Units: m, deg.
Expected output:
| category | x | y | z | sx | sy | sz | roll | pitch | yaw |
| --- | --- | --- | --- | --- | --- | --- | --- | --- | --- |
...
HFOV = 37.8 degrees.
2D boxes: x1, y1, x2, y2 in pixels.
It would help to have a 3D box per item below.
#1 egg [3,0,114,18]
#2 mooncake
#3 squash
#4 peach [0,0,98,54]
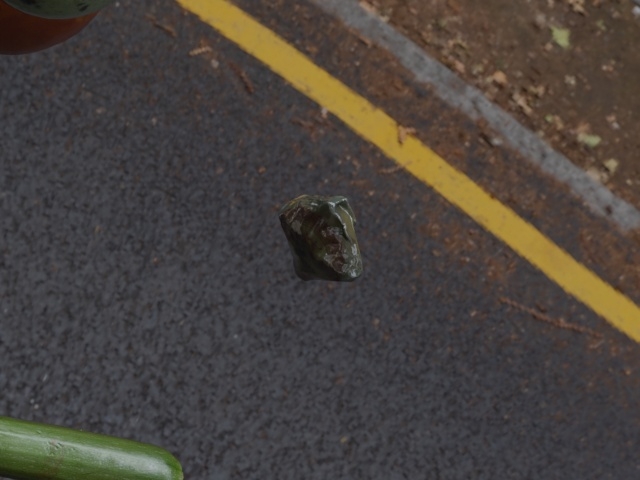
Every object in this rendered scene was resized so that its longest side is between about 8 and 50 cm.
| category | x | y | z | sx | sy | sz | roll | pitch | yaw |
| --- | --- | --- | --- | --- | --- | --- | --- | --- | --- |
| egg | -0.283 | -0.335 | 1.035 | 0.177 | 0.177 | 0.228 | 50 | 31 | 12 |
| mooncake | 0.000 | 0.000 | 1.335 | 0.073 | 0.125 | 0.130 | -27 | 108 | -31 |
| squash | -0.246 | 0.220 | 0.939 | 0.228 | 0.066 | 0.066 | 19 | 47 | -25 |
| peach | -0.492 | -0.468 | 1.472 | 0.301 | 0.343 | 0.343 | 9 | 36 | 27 |
